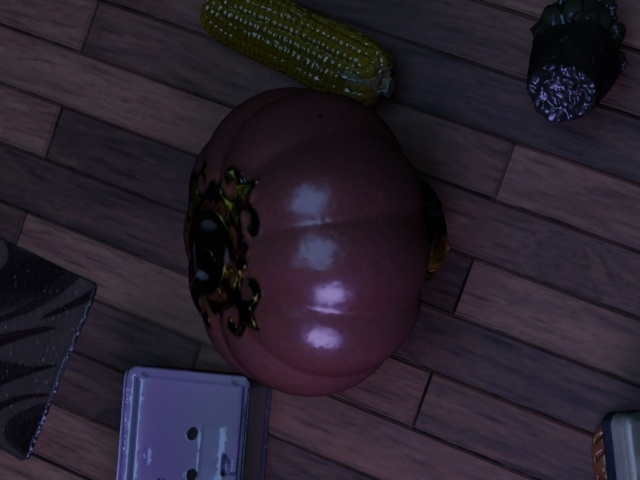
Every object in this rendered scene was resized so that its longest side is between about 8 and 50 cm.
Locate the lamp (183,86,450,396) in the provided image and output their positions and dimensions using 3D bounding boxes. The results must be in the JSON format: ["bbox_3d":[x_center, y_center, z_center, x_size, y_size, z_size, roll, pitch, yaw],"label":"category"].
[{"bbox_3d":[0.000,0.000,1.674,0.305,0.240,0.305,10,101,62],"label":"lamp"}]

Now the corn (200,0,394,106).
[{"bbox_3d":[-0.024,-0.206,1.775,0.238,0.080,0.080,30,97,21],"label":"corn"}]

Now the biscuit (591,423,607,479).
[{"bbox_3d":[0.306,0.216,1.675,0.078,0.015,0.091,-12,84,18],"label":"biscuit"}]

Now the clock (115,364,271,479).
[{"bbox_3d":[-0.137,0.231,1.794,0.147,0.071,0.192,4,89,19],"label":"clock"}]

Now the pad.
[{"bbox_3d":[-0.427,0.086,1.934,0.330,0.004,0.220,23,95,18],"label":"pad"}]

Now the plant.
[{"bbox_3d":[0.248,-0.180,1.656,0.094,0.143,0.092,-19,120,31],"label":"plant"}]

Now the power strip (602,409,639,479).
[{"bbox_3d":[0.336,0.286,1.615,0.105,0.070,0.256,-4,86,-13],"label":"power strip"}]
